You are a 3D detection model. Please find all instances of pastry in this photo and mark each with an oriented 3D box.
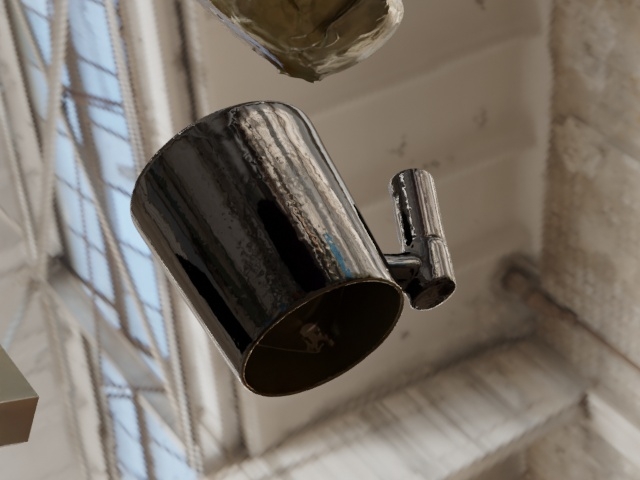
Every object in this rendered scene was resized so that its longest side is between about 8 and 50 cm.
[{"bbox_3d":[-0.027,-0.163,0.873,0.088,0.166,0.166,-50,-43,2],"label":"pastry"}]

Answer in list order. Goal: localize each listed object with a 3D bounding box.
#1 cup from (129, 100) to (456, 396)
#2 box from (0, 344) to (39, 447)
[{"bbox_3d":[-0.005,-0.007,1.101,0.239,0.177,0.166,-28,-31,-8],"label":"cup"},{"bbox_3d":[-0.303,0.108,1.068,0.129,0.130,0.051,-5,-56,-40],"label":"box"}]
